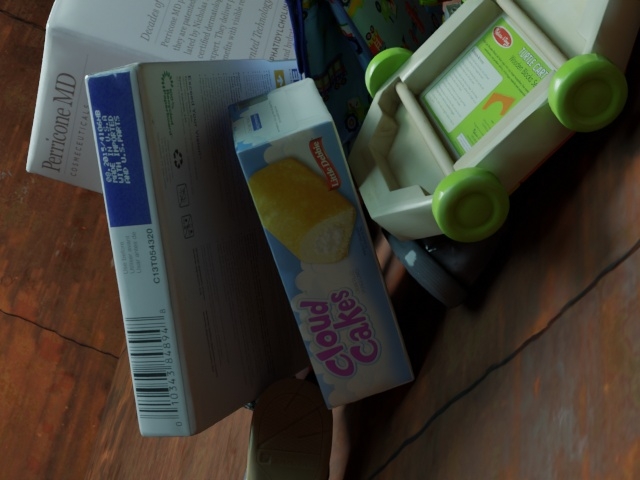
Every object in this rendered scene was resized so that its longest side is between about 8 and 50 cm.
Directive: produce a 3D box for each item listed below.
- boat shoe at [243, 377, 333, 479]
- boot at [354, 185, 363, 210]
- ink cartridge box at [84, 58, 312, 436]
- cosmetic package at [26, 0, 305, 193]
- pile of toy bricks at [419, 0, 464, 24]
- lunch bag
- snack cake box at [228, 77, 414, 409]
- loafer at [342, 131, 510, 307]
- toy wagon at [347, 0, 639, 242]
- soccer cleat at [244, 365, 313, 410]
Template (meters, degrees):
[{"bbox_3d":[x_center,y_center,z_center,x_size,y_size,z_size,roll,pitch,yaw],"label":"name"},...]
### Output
[{"bbox_3d":[-0.038,0.274,1.130,0.092,0.103,0.285,45,-128,-79],"label":"boat shoe"},{"bbox_3d":[0.029,-0.093,1.434,0.176,0.088,0.244,-65,11,7],"label":"boot"},{"bbox_3d":[-0.091,-0.011,1.153,0.330,0.072,0.324,-21,-76,-66],"label":"ink cartridge box"},{"bbox_3d":[-0.194,-0.258,1.780,0.329,0.394,0.327,117,167,-51],"label":"cosmetic package"},{"bbox_3d":[0.156,-0.237,1.195,0.105,0.118,0.212,86,174,-52],"label":"pile of toy bricks"},{"bbox_3d":[0.033,-0.254,1.240,0.293,0.138,0.220,64,-153,-46],"label":"lunch bag"},{"bbox_3d":[0.000,0.000,1.089,0.152,0.089,0.264,-111,2,-68],"label":"snack cake box"},{"bbox_3d":[0.101,-0.043,1.109,0.095,0.109,0.302,-45,26,11],"label":"loafer"},{"bbox_3d":[0.162,-0.150,0.958,0.344,0.068,0.267,-44,29,15],"label":"toy wagon"},{"bbox_3d":[-0.060,0.130,1.436,0.116,0.109,0.318,-49,4,-21],"label":"soccer cleat"}]
